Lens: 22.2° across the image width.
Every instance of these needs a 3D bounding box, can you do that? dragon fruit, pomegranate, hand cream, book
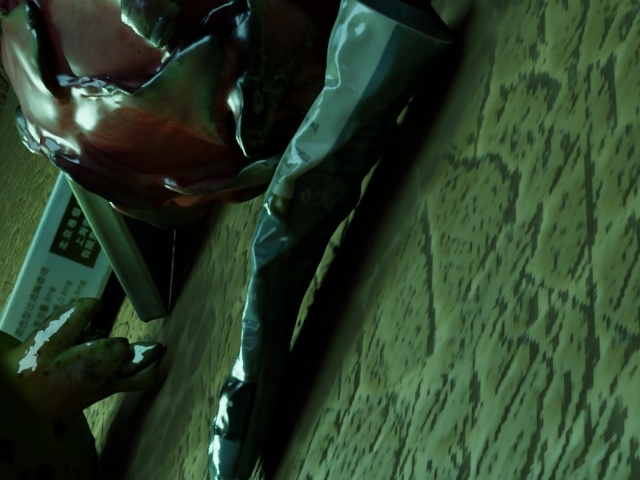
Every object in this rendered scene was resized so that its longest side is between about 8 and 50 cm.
[{"bbox_3d":[-0.059,-0.118,0.813,0.192,0.193,0.274,-48,-4,-45],"label":"dragon fruit"},{"bbox_3d":[-0.206,0.137,1.024,0.198,0.246,0.198,165,90,-87],"label":"pomegranate"},{"bbox_3d":[0.000,0.000,0.711,0.075,0.052,0.248,-42,-28,-73],"label":"hand cream"},{"bbox_3d":[-0.138,-0.097,1.099,0.269,0.025,0.191,-93,-16,-55],"label":"book"}]

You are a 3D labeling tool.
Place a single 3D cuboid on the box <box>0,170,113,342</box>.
[{"bbox_3d":[-0.202,0.027,1.277,0.155,0.067,0.243,-104,37,-77],"label":"box"}]
